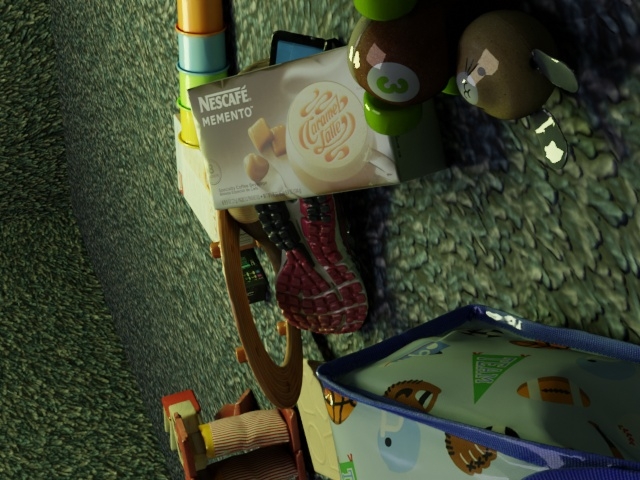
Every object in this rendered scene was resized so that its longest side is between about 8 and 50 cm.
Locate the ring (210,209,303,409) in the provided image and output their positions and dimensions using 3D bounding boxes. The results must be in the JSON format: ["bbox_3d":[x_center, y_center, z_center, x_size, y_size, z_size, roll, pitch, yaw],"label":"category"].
[{"bbox_3d":[-0.088,0.072,1.402,0.336,0.032,0.337,-13,-90,-80],"label":"ring"}]

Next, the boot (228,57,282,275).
[{"bbox_3d":[-0.069,-0.101,1.368,0.207,0.090,0.248,62,-150,-47],"label":"boot"}]

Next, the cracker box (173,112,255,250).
[{"bbox_3d":[-0.183,-0.105,1.720,0.232,0.067,0.156,-129,31,-46],"label":"cracker box"}]

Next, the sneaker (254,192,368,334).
[{"bbox_3d":[0.000,0.000,1.274,0.112,0.120,0.299,-75,-20,-51],"label":"sneaker"}]

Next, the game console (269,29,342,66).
[{"bbox_3d":[-0.011,-0.179,1.204,0.122,0.071,0.107,99,149,-49],"label":"game console"}]

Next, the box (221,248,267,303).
[{"bbox_3d":[-0.131,0.062,1.721,0.062,0.052,0.083,104,145,-55],"label":"box"}]

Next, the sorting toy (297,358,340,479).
[{"bbox_3d":[0.007,0.273,1.536,0.208,0.038,0.193,172,83,-74],"label":"sorting toy"}]

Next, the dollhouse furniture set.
[{"bbox_3d":[-0.174,0.331,1.835,0.374,0.201,0.152,-140,39,-68],"label":"dollhouse furniture set"}]

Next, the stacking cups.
[{"bbox_3d":[-0.181,-0.305,1.567,0.096,0.096,0.316,-133,39,-52],"label":"stacking cups"}]

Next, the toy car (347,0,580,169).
[{"bbox_3d":[0.127,-0.135,0.794,0.188,0.149,0.155,45,158,34],"label":"toy car"}]

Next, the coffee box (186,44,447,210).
[{"bbox_3d":[-0.008,-0.118,1.041,0.246,0.098,0.141,-6,99,38],"label":"coffee box"}]

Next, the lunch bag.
[{"bbox_3d":[0.192,0.254,0.758,0.385,0.238,0.328,13,116,50],"label":"lunch bag"}]
